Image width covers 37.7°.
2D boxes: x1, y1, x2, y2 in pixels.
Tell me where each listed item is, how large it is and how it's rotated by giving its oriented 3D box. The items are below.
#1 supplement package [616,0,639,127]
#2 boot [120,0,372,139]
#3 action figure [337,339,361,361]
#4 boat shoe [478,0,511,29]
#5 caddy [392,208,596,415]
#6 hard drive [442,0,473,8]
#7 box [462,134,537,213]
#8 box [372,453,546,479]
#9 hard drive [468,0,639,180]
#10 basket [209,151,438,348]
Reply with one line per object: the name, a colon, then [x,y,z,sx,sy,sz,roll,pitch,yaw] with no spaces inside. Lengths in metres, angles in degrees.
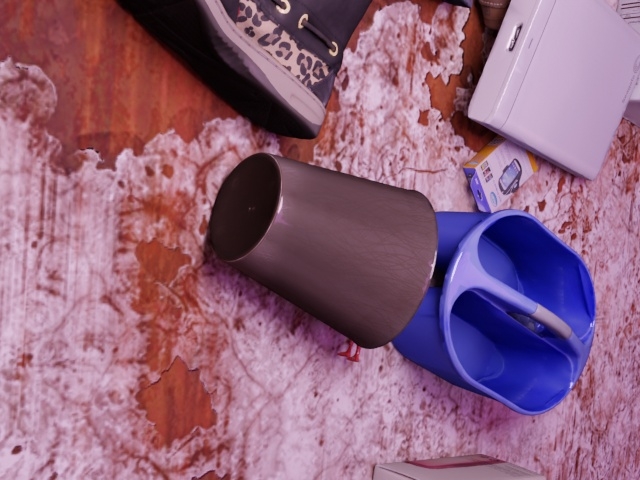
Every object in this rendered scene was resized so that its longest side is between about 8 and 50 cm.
supplement package: [0.584,-0.295,1.533,0.194,0.149,0.203,18,84,-41]
boot: [-0.061,-0.317,0.982,0.377,0.138,0.284,43,70,-40]
action figure: [0.049,0.096,1.209,0.038,0.030,0.115,33,70,-44]
boat shoe: [0.317,-0.363,1.345,0.257,0.095,0.095,-23,125,-30]
caddy: [0.252,0.096,1.285,0.341,0.179,0.241,32,76,-39]
hard drive: [0.156,-0.435,1.172,0.172,0.054,0.254,7,88,-64]
box: [0.257,-0.101,1.362,0.136,0.028,0.081,-40,120,-27]
box: [0.188,0.389,1.305,0.232,0.127,0.148,7,92,-41]
hard drive: [0.353,-0.234,1.347,0.353,0.047,0.233,15,98,-51]
basket: [0.000,0.000,1.078,0.227,0.154,0.204,22,80,-37]
